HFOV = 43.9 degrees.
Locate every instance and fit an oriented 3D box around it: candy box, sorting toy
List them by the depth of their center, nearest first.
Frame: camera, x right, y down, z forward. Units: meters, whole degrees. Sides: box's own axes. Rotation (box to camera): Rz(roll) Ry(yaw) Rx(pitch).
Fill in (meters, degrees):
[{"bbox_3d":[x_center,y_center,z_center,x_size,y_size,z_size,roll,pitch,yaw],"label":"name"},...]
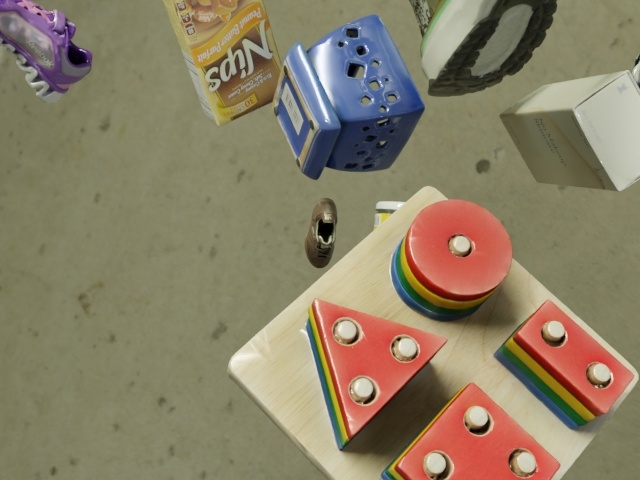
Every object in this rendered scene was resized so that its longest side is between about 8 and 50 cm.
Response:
[{"bbox_3d":[0.104,0.099,0.646,0.255,0.089,0.257,44,66,12],"label":"sorting toy"},{"bbox_3d":[-0.197,-0.421,1.662,0.183,0.316,0.087,-27,35,-15],"label":"candy box"}]

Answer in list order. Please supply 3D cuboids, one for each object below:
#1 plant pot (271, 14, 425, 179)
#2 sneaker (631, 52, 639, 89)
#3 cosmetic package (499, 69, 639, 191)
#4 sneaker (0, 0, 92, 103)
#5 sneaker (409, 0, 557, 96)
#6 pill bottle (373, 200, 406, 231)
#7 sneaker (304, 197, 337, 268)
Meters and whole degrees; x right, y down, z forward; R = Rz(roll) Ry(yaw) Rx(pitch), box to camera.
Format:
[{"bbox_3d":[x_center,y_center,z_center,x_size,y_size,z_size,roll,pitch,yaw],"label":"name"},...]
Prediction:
[{"bbox_3d":[0.038,-0.268,1.568,0.212,0.236,0.236,-17,71,-19],"label":"plant pot"},{"bbox_3d":[0.556,-0.264,1.406,0.235,0.153,0.094,-1,51,48],"label":"sneaker"},{"bbox_3d":[0.439,-0.183,1.357,0.113,0.309,0.160,-33,99,-2],"label":"cosmetic package"},{"bbox_3d":[-0.416,-0.311,1.152,0.105,0.236,0.095,-20,47,13],"label":"sneaker"},{"bbox_3d":[0.162,-0.322,0.737,0.182,0.158,0.410,59,149,22],"label":"sneaker"},{"bbox_3d":[0.087,0.018,0.860,0.065,0.065,0.116,6,90,36],"label":"pill bottle"},{"bbox_3d":[0.000,0.000,1.712,0.066,0.188,0.071,0,40,-4],"label":"sneaker"}]
